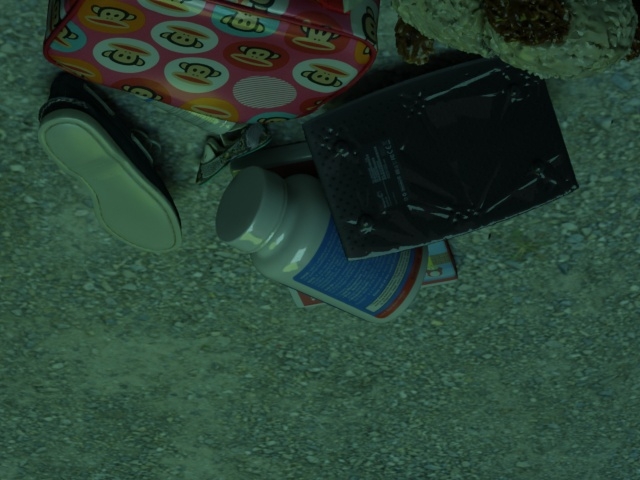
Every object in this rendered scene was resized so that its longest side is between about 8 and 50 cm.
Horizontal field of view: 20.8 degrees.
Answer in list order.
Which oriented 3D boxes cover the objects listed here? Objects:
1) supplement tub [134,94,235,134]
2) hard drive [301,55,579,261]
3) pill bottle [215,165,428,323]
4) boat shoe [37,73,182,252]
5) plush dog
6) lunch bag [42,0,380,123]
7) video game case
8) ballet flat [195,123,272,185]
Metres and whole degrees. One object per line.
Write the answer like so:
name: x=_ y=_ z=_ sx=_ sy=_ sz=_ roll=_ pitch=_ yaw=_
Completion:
supplement tub: x=-0.135 y=-0.159 z=1.789 sx=0.107 sy=0.071 sz=0.071 roll=26 pitch=135 yaw=-31
hard drive: x=0.125 y=-0.090 z=1.827 sx=0.254 sy=0.054 sz=0.172 roll=-18 pitch=97 yaw=9
pill bottle: x=0.000 y=0.000 z=1.923 sx=0.221 sy=0.124 sz=0.124 roll=25 pitch=136 yaw=-32
boat shoe: x=-0.223 y=-0.079 z=1.888 sx=0.095 sy=0.079 sz=0.254 roll=-17 pitch=139 yaw=23
plush dog: x=0.168 y=-0.212 z=1.509 sx=0.262 sy=0.225 sz=0.211 roll=-6 pitch=122 yaw=-45
lunch bag: x=-0.095 y=-0.216 z=1.623 sx=0.293 sy=0.120 sz=0.258 roll=14 pitch=159 yaw=-22
video game case: x=0.033 y=-0.022 z=2.021 sx=0.204 sy=0.025 sz=0.285 roll=-10 pitch=143 yaw=11
ballet flat: x=-0.103 y=-0.101 z=1.905 sx=0.114 sy=0.041 sz=0.041 roll=-31 pitch=135 yaw=33
